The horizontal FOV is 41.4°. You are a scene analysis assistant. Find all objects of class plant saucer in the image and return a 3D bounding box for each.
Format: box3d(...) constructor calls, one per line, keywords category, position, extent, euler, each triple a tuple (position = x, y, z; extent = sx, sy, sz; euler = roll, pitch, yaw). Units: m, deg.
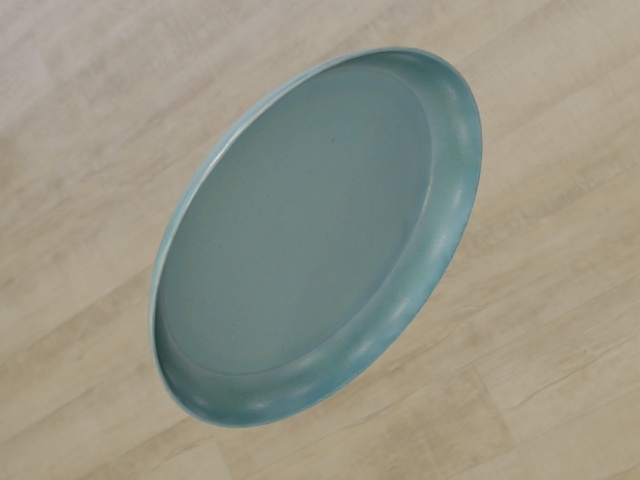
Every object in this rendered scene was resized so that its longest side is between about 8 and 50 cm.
box3d(category="plant saucer", position=(0.000, 0.000, 0.636), extent=(0.043, 0.317, 0.318), euler=(36, 104, 36))
